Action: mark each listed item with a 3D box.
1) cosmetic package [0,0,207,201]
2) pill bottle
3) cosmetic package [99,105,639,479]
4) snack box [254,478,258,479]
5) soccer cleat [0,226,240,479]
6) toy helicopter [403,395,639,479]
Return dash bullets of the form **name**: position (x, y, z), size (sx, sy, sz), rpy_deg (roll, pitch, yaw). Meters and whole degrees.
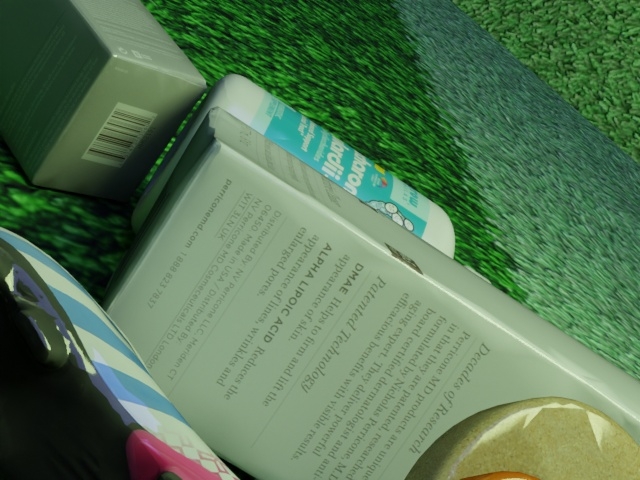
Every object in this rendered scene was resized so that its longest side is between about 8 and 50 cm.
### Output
- **cosmetic package**: position (-0.208, -0.155, 0.954), size (0.107, 0.127, 0.238), rpy_deg (12, 34, -48)
- **pill bottle**: position (0.000, 0.000, 0.928), size (0.264, 0.146, 0.146), rpy_deg (32, 21, -12)
- **cosmetic package**: position (0.056, 0.089, 0.762), size (0.385, 0.156, 0.217), rpy_deg (31, 8, -11)
- **snack box**: position (-0.007, 0.198, 0.656), size (0.100, 0.037, 0.141), rpy_deg (33, 21, -8)
- **soccer cleat**: position (-0.082, 0.127, 0.564), size (0.331, 0.116, 0.143), rpy_deg (54, 1, 8)
- **toy helicopter**: position (0.150, 0.243, 0.565), size (0.235, 0.140, 0.355), rpy_deg (-16, 82, -33)
